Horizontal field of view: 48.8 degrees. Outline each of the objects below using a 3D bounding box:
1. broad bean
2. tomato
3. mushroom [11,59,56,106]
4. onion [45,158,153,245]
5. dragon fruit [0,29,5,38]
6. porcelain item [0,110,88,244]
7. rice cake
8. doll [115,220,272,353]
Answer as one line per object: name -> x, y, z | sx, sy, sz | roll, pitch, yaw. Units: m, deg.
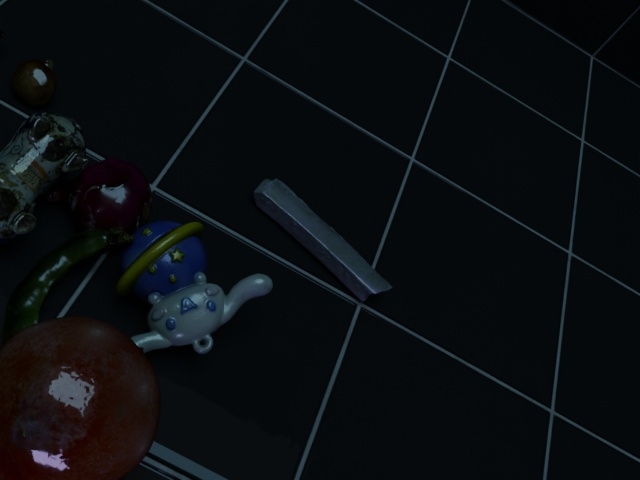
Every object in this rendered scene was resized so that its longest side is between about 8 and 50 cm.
broad bean -> -0.451, 0.077, 1.202 | 0.144, 0.049, 0.292 | 20, 61, 35
tomato -> -0.367, 0.245, 1.017 | 0.265, 0.265, 0.265 | 14, 53, -19
mushroom -> -0.582, -0.337, 1.445 | 0.088, 0.073, 0.129 | -6, 51, 8
onion -> -0.413, -0.087, 1.317 | 0.198, 0.135, 0.173 | 15, 47, -14
dragon fruit -> -0.725, -0.408, 1.408 | 0.153, 0.153, 0.111 | 26, 93, -10
porcelain item -> -0.546, -0.116, 1.252 | 0.138, 0.186, 0.288 | 51, 59, -32
rice cake -> 0.000, 0.000, 1.527 | 0.365, 0.056, 0.072 | 42, 43, 4
doll -> -0.283, 0.104, 1.265 | 0.311, 0.159, 0.242 | -45, 97, -22
